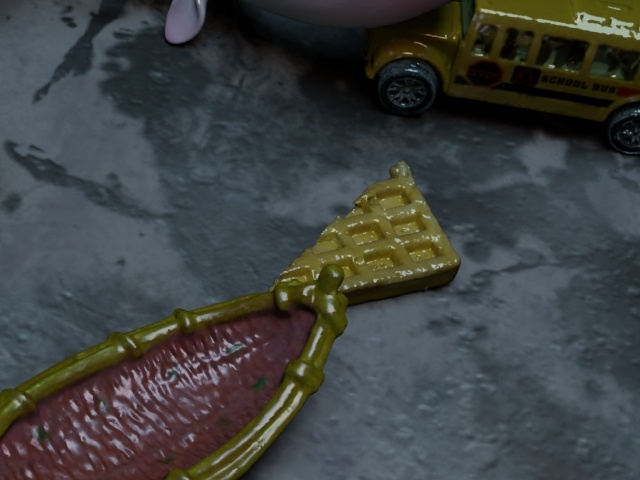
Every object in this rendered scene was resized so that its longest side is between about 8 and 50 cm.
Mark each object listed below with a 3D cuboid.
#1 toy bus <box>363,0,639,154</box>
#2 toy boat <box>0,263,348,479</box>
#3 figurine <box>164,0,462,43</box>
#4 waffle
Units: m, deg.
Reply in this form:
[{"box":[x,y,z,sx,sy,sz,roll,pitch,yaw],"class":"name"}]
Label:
[{"box":[0.208,-0.166,1.231,0.336,0.123,0.121,10,48,-6],"class":"toy bus"},{"box":[-0.113,0.114,0.927,0.318,0.099,0.141,-29,58,-30],"class":"toy boat"},{"box":[-0.060,-0.304,1.188,0.316,0.284,0.206,-11,31,26],"class":"figurine"},{"box":[0.000,0.000,1.094,0.191,0.032,0.125,-9,54,-23],"class":"waffle"}]
